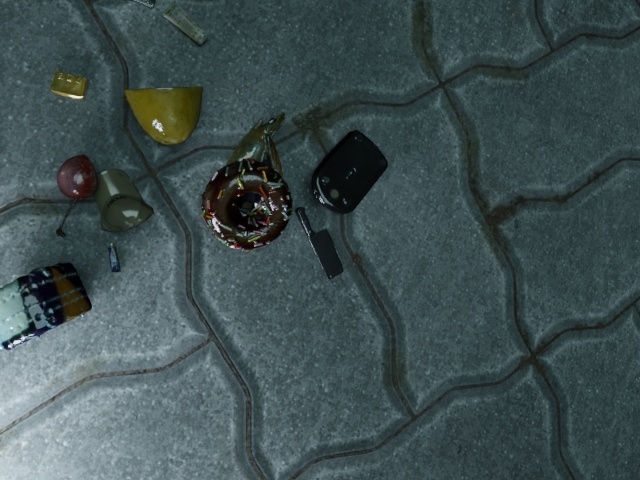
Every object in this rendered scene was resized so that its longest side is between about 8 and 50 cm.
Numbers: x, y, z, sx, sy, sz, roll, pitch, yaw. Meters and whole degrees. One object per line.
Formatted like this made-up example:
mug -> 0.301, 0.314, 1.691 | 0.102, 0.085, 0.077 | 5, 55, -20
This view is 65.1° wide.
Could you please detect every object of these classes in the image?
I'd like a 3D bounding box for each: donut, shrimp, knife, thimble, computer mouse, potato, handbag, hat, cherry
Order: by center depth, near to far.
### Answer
thimble -> -0.694, 0.161, 1.219 | 0.237, 0.237, 0.150 | -26, 93, -17
cherry -> -0.643, -0.116, 1.317 | 0.107, 0.090, 0.226 | 10, 93, 18
hat -> -0.549, -0.110, 1.349 | 0.147, 0.085, 0.175 | -29, 97, -15
handbag -> -0.679, -0.421, 1.355 | 0.083, 0.027, 0.061 | 12, 85, -15
potato -> -0.420, -0.342, 1.372 | 0.203, 0.178, 0.158 | -12, 107, -41
donut -> -0.202, -0.095, 1.411 | 0.269, 0.103, 0.270 | -6, 112, -16
shrimp -> -0.172, -0.236, 1.485 | 0.168, 0.077, 0.317 | 35, 83, -22
computer mouse -> 0.077, -0.200, 1.540 | 0.170, 0.100, 0.269 | 46, 71, -15
knife -> 0.000, 0.000, 1.552 | 0.072, 0.019, 0.245 | -29, 99, -20

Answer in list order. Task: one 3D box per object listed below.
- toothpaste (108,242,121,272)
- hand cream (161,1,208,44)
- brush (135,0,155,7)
toothpaste -> -0.566, 0.047, 1.372 | 0.027, 0.019, 0.083 | -10, 91, -41
hand cream -> -0.389, -0.625, 1.454 | 0.143, 0.039, 0.061 | 42, 83, -2
brush -> -0.561, -0.705, 1.405 | 0.190, 0.027, 0.034 | 16, 81, -15
